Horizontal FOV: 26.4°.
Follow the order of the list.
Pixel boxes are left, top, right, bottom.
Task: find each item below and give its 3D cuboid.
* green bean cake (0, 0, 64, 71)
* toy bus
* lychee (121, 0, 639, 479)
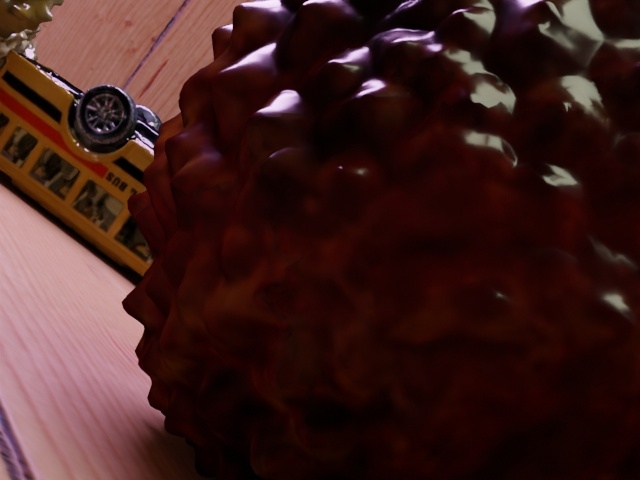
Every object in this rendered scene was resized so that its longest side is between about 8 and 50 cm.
[{"bbox_3d":[-0.324,-0.236,1.191,0.310,0.202,0.285,2,-29,43],"label":"green bean cake"},{"bbox_3d":[-0.137,-0.031,1.164,0.335,0.123,0.121,37,1,7],"label":"toy bus"},{"bbox_3d":[0.133,0.017,0.759,0.500,0.424,0.424,2,23,-35],"label":"lychee"}]
